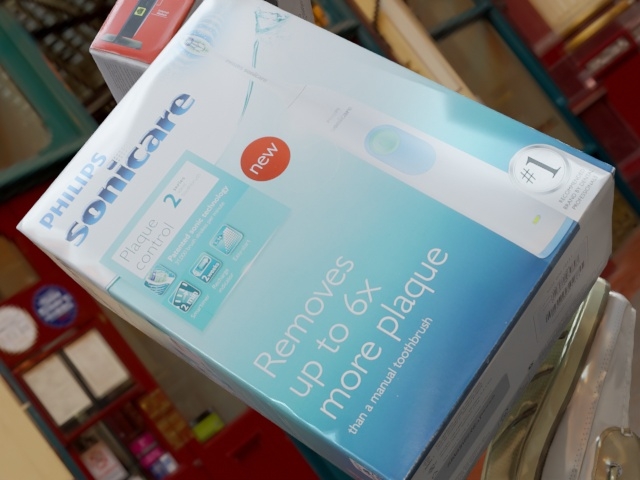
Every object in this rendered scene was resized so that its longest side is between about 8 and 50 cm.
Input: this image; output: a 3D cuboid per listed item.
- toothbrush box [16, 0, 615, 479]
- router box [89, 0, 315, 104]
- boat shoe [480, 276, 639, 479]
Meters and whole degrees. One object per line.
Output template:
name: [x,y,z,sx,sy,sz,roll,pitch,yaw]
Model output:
toothbrush box: [0.000,0.000,0.665,0.216,0.296,0.126,-53,-27,-13]
router box: [-0.116,-0.230,1.232,0.335,0.082,0.301,73,-142,-63]
boat shoe: [0.167,0.170,0.711,0.113,0.103,0.302,115,179,-67]
